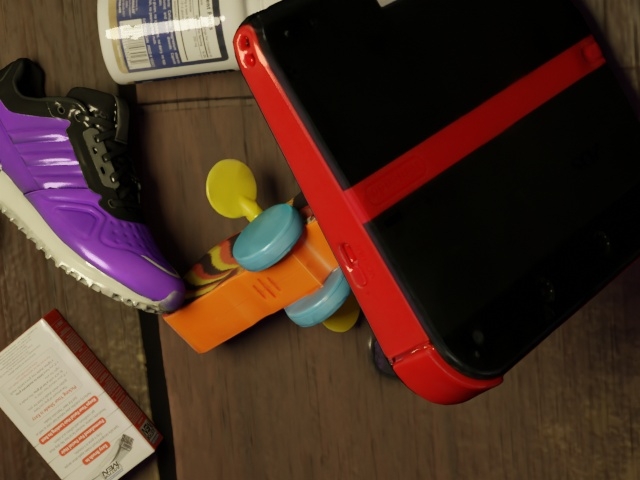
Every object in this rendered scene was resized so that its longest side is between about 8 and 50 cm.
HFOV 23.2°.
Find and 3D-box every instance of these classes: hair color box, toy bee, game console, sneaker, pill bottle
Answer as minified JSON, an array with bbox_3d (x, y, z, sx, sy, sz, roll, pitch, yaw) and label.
[{"bbox_3d":[-0.242,0.160,1.508,0.093,0.053,0.167,-38,94,10],"label":"hair color box"},{"bbox_3d":[0.000,0.000,1.422,0.298,0.162,0.195,-5,127,22],"label":"toy bee"},{"bbox_3d":[0.127,-0.083,1.288,0.060,0.386,0.342,-26,95,46],"label":"game console"},{"bbox_3d":[-0.212,-0.062,1.411,0.293,0.102,0.146,40,93,17],"label":"sneaker"},{"bbox_3d":[-0.108,-0.196,1.407,0.169,0.094,0.094,-6,100,6],"label":"pill bottle"}]
